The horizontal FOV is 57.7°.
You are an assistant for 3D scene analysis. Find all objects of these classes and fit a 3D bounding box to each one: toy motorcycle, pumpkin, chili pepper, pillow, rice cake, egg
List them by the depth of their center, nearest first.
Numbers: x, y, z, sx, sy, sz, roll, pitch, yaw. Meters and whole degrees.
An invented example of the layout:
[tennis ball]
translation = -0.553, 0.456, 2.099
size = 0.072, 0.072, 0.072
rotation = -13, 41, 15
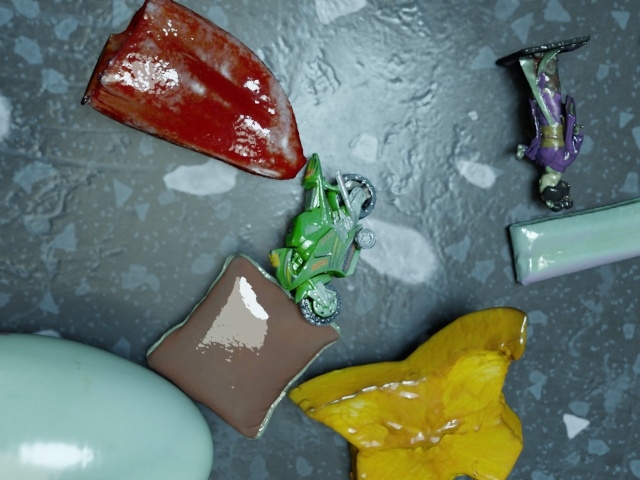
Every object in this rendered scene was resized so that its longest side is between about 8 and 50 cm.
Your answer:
[egg]
translation = -0.300, 0.218, 0.618
size = 0.371, 0.230, 0.229
rotation = 10, 97, -14
[chili pepper]
translation = -0.119, -0.162, 0.652
size = 0.253, 0.136, 0.144
rotation = 26, 50, -18
[toy motorcycle]
translation = 0.000, 0.000, 0.678
size = 0.106, 0.074, 0.190
rotation = 23, 75, -19
[pillow]
translation = -0.091, 0.125, 0.700
size = 0.171, 0.075, 0.179
rotation = 39, 93, -10
[pumpkin]
translation = 0.135, 0.223, 0.704
size = 0.290, 0.095, 0.258
rotation = -23, 113, 9
[rice cake]
translation = 0.355, -0.004, 0.741
size = 0.222, 0.042, 0.080
rotation = -13, 98, -4

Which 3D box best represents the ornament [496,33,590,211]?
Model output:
[ornament]
translation = 0.265, -0.132, 0.693
size = 0.081, 0.088, 0.203
rotation = -5, 100, -3
